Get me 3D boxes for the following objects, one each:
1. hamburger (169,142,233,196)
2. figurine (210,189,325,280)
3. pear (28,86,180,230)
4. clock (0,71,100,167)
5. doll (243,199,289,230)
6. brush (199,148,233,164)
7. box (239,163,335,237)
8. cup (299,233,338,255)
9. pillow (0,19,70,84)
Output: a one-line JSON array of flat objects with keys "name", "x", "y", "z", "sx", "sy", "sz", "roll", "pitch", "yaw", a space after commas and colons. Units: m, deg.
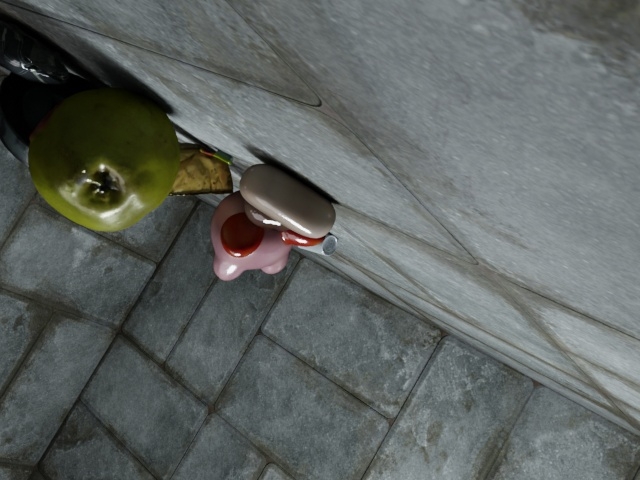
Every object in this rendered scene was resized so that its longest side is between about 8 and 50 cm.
[{"name": "hamburger", "x": -0.339, "y": -0.169, "z": 1.635, "sx": 0.262, "sy": 0.131, "sz": 0.124, "roll": -6, "pitch": -159, "yaw": -37}, {"name": "figurine", "x": -0.165, "y": -0.035, "z": 1.764, "sx": 0.270, "sy": 0.211, "sz": 0.261, "roll": -9, "pitch": 163, "yaw": -27}, {"name": "pear", "x": -0.430, "y": -0.181, "z": 1.421, "sx": 0.287, "sy": 0.287, "sz": 0.375, "roll": 32, "pitch": -164, "yaw": -18}, {"name": "clock", "x": -0.587, "y": -0.265, "z": 1.605, "sx": 0.325, "sy": 0.067, "sz": 0.325, "roll": 28, "pitch": -142, "yaw": -25}, {"name": "doll", "x": -0.089, "y": -0.079, "z": 1.567, "sx": 0.145, "sy": 0.096, "sz": 0.188, "roll": 16, "pitch": 160, "yaw": -36}, {"name": "brush", "x": -0.237, "y": -0.197, "z": 1.574, "sx": 0.083, "sy": 0.021, "sz": 0.019, "roll": 24, "pitch": 175, "yaw": 14}, {"name": "box", "x": -0.064, "y": -0.077, "z": 1.345, "sx": 0.200, "sy": 0.088, "sz": 0.146, "roll": 31, "pitch": 175, "yaw": -19}, {"name": "cup", "x": 0.000, "y": 0.000, "z": 1.996, "sx": 0.104, "sy": 0.074, "sz": 0.116, "roll": 1, "pitch": -167, "yaw": -44}, {"name": "pillow", "x": -0.674, "y": -0.419, "z": 1.517, "sx": 0.335, "sy": 0.092, "sz": 0.161, "roll": 28, "pitch": 180, "yaw": 36}]
